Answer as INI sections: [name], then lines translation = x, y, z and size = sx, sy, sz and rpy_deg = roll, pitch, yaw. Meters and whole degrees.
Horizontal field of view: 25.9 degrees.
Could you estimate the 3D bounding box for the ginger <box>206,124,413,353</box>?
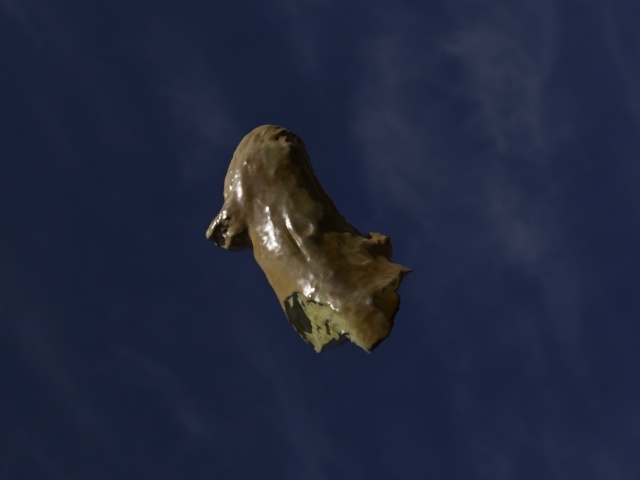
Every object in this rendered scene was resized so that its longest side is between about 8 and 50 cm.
[ginger]
translation = -0.005, 0.003, 0.589
size = 0.057, 0.137, 0.044
rpy_deg = -45, -36, 13
